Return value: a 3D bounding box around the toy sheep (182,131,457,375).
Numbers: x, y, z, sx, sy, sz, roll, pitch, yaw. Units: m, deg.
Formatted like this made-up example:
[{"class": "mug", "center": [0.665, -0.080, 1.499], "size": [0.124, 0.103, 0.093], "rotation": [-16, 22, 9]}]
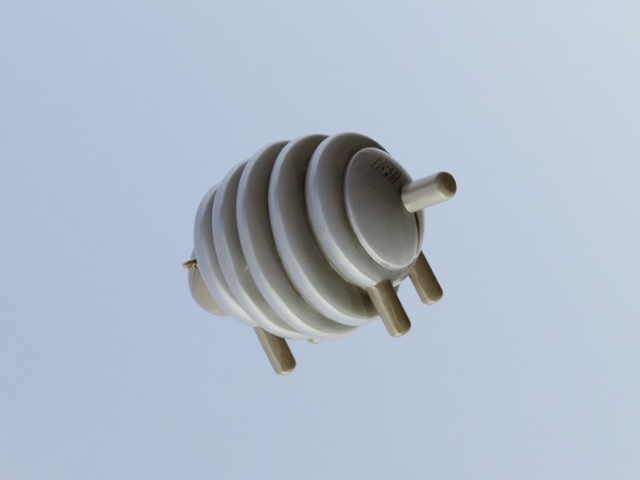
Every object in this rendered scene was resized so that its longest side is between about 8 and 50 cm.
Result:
[{"class": "toy sheep", "center": [0.000, 0.000, 0.662], "size": [0.091, 0.132, 0.091], "rotation": [37, -138, -42]}]
